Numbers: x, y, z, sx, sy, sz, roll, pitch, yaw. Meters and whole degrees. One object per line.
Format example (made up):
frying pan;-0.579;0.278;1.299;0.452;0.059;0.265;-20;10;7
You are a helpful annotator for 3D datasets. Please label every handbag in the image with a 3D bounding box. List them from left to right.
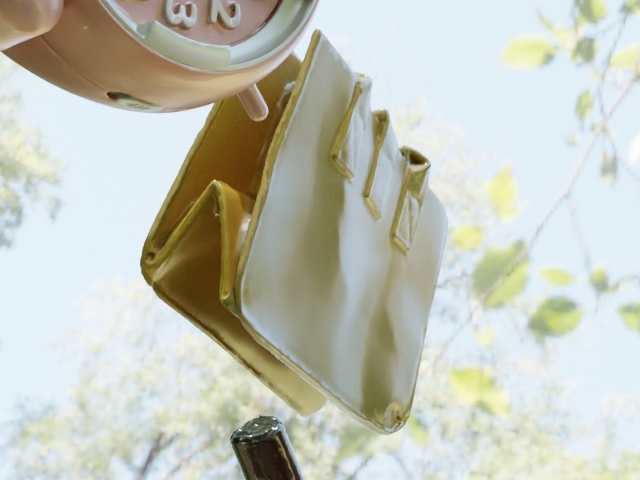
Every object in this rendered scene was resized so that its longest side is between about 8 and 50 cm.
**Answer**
handbag;0.000;0.000;1.330;0.133;0.283;0.401;14;-18;30

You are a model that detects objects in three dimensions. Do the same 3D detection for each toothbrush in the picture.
toothbrush;0.012;0.282;1.003;0.041;0.041;0.364;-7;-65;29

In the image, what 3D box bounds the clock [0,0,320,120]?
clock;-0.106;-0.186;0.844;0.241;0.227;0.142;12;-12;-37
